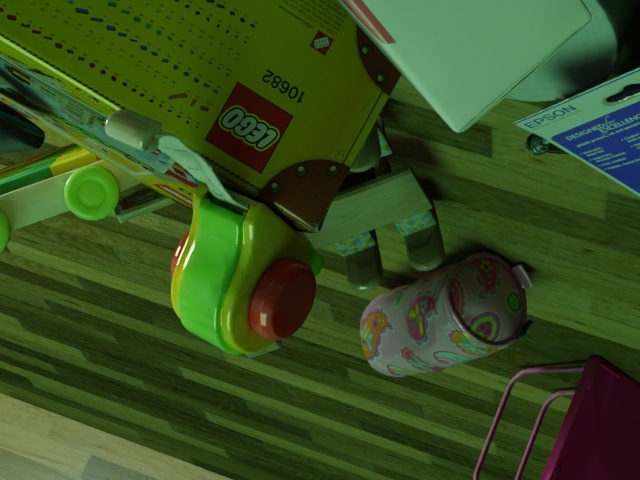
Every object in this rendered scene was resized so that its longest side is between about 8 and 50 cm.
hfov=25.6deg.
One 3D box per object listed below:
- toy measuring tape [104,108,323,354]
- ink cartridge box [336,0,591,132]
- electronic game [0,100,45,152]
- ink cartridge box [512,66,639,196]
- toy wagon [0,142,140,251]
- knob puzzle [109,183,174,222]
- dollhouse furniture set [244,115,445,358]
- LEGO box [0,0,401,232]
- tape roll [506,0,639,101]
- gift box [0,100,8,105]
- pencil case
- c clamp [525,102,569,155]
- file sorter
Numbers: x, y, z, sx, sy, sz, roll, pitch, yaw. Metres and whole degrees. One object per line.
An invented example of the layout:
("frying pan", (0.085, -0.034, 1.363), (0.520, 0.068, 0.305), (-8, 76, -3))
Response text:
("toy measuring tape", (-0.088, 0.013, 1.096), (0.121, 0.121, 0.330), (12, 165, 27))
("ink cartridge box", (0.023, -0.231, 0.914), (0.207, 0.117, 0.283), (43, -171, -43))
("electronic game", (-0.335, -0.142, 1.192), (0.229, 0.048, 0.229), (31, -179, -1))
("ink cartridge box", (0.297, -0.107, 1.134), (0.208, 0.045, 0.206), (23, 149, -39))
("toy wagon", (-0.258, -0.070, 1.538), (0.267, 0.344, 0.068), (-109, -1, -79))
("knob puzzle", (-0.164, -0.076, 1.662), (0.213, 0.213, 0.030), (-7, 108, 51))
("dollhouse furniture set", (0.000, 0.000, 1.510), (0.242, 0.161, 0.212), (-20, 143, 13))
("LEGO box", (-0.216, -0.214, 1.216), (0.500, 0.193, 0.372), (31, 173, -16))
("tape roll", (0.146, -0.205, 1.147), (0.219, 0.072, 0.219), (20, 157, 9))
("gift box", (-0.509, -0.163, 1.644), (0.276, 0.258, 0.255), (1, 149, 44))
("pencil case", (0.153, 0.097, 1.763), (0.124, 0.124, 0.284), (30, 156, -14))
("c clamp", (0.241, -0.105, 1.281), (0.137, 0.022, 0.160), (-4, 167, -16))
("file sorter", (0.384, 0.317, 1.917), (0.290, 0.202, 0.182), (34, 159, -23))
